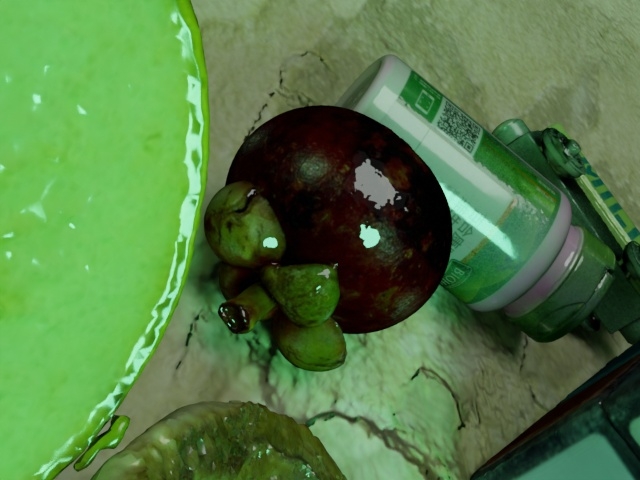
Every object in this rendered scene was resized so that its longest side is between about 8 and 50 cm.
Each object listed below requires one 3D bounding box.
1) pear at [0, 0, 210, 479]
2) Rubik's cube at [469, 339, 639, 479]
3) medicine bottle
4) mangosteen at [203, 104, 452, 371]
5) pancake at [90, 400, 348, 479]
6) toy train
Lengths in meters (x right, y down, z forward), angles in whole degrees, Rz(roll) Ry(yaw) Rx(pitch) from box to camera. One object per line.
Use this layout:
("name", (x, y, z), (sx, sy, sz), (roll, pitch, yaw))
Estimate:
("pear", (-0.234, -0.035, 0.545), (0.318, 0.342, 0.238), (24, 2, 40))
("Rubik's cube", (0.364, 0.195, 0.843), (0.318, 0.313, 0.316), (-22, 73, -48))
("medicine bottle", (0.123, -0.029, 0.962), (0.274, 0.133, 0.133), (36, 39, -11))
("mangosteen", (0.000, 0.000, 0.812), (0.200, 0.200, 0.200), (24, 43, -25))
("pancake", (-0.019, 0.252, 0.571), (0.356, 0.065, 0.356), (36, 44, -45))
("toy train", (0.266, -0.016, 1.117), (0.253, 0.105, 0.157), (56, 26, 9))
